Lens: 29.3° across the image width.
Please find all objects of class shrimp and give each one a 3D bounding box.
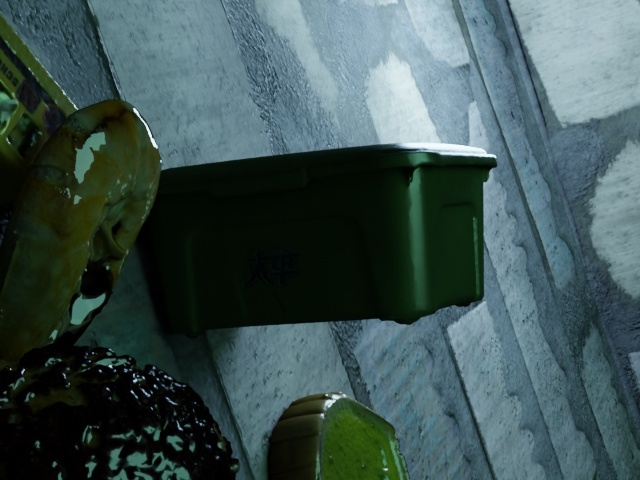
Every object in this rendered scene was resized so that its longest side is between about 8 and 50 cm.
[{"bbox_3d":[-0.200,0.027,0.956,0.287,0.063,0.152,-67,159,1],"label":"shrimp"}]

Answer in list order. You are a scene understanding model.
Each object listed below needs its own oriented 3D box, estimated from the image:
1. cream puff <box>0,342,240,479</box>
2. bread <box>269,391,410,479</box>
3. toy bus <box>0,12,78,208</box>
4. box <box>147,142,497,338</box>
[{"bbox_3d":[-0.178,0.166,0.850,0.239,0.239,0.165,35,32,-53],"label":"cream puff"},{"bbox_3d":[0.027,0.280,1.387,0.236,0.070,0.236,42,39,-46],"label":"bread"},{"bbox_3d":[-0.285,-0.127,0.941,0.335,0.121,0.123,55,36,-35],"label":"toy bus"},{"bbox_3d":[0.000,0.000,1.233,0.253,0.328,0.178,-10,96,-63],"label":"box"}]
